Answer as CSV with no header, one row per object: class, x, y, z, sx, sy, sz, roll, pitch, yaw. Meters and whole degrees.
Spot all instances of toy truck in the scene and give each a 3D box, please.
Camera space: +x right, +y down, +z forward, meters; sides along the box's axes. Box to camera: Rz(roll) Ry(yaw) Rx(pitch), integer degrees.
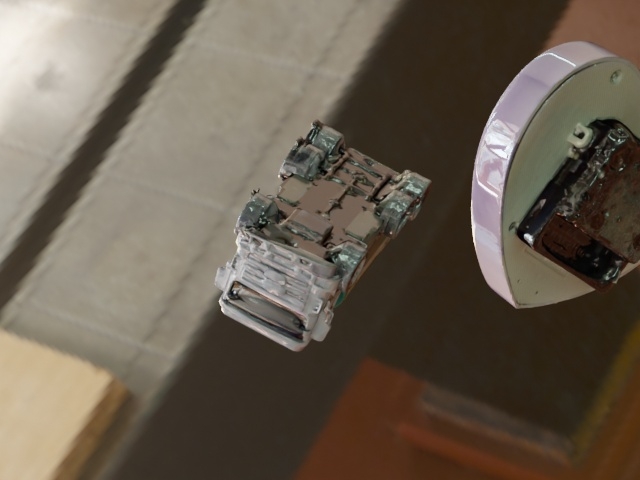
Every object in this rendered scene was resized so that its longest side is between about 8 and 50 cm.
toy truck,0.000,0.000,0.552,0.039,0.044,0.083,27,31,8

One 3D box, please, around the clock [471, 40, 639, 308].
clock,0.175,-0.027,1.256,0.064,0.198,0.172,37,95,43
